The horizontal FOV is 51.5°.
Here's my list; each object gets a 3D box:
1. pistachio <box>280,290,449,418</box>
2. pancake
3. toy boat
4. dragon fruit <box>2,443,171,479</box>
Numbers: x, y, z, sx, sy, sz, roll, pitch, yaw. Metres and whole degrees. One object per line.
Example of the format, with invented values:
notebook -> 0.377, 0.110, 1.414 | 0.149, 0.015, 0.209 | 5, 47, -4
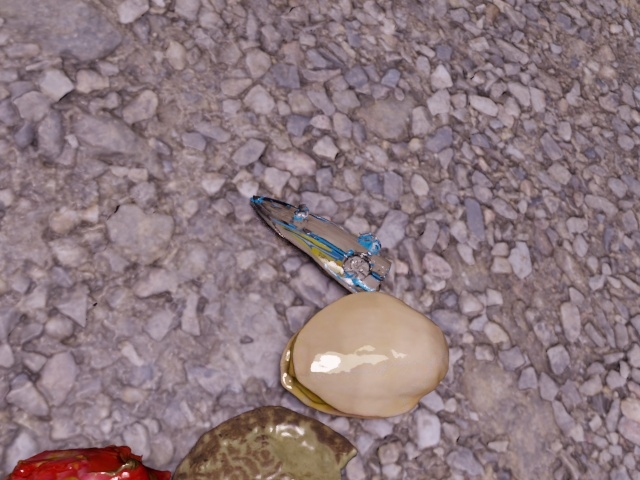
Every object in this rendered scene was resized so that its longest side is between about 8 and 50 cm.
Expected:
pistachio -> 0.051, 0.134, 0.775 | 0.201, 0.117, 0.145 | 1, 73, -15
pancake -> -0.052, 0.281, 0.692 | 0.212, 0.029, 0.235 | 1, 50, -2
toy boat -> 0.000, 0.000, 0.839 | 0.210, 0.066, 0.084 | 33, 30, 4
dragon fruit -> -0.197, 0.308, 0.578 | 0.210, 0.205, 0.268 | -32, 93, -30
